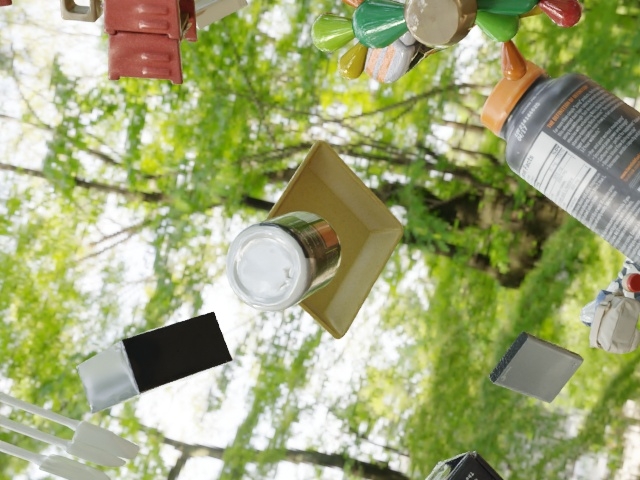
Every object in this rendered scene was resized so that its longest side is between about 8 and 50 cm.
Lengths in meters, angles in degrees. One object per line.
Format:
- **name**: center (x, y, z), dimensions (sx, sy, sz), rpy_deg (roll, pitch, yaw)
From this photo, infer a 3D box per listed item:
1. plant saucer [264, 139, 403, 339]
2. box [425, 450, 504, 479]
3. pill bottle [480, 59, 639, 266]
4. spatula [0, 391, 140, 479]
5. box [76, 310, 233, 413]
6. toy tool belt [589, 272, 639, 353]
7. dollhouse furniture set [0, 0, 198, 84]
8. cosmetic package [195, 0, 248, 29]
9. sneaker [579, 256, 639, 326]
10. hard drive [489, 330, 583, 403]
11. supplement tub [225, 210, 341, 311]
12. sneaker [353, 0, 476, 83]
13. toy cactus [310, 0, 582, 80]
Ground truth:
- **plant saucer**: center (0.000, 0.000, 2.048), dimensions (0.333, 0.081, 0.333), rpy_deg (45, -115, -29)
- **box**: center (0.133, 0.461, 0.892), dimensions (0.395, 0.318, 0.097), rpy_deg (-41, -3, -31)
- **pill bottle**: center (0.292, -0.093, 0.974), dimensions (0.130, 0.245, 0.130), rpy_deg (-42, -20, -19)
- **spatula**: center (-0.347, 0.234, 1.094), dimensions (0.168, 0.241, 0.019), rpy_deg (-71, 1, -79)
- **box**: center (-0.303, 0.221, 1.624), dimensions (0.184, 0.261, 0.103), rpy_deg (-19, -96, -35)
- **toy tool belt**: center (0.293, 0.071, 0.908), dimensions (0.051, 0.052, 0.083), rpy_deg (-168, 92, -72)
- **dollhouse furniture set**: center (-0.386, -0.366, 1.420), dimensions (0.201, 0.373, 0.152), rpy_deg (-84, -1, -57)
- **cosmetic package**: center (-0.209, -0.471, 1.805), dimensions (0.115, 0.060, 0.041), rpy_deg (-31, -46, -12)
- **sneaker**: center (0.483, 0.027, 1.396), dimensions (0.094, 0.235, 0.153), rpy_deg (-21, -99, -59)
- **hard drive**: center (0.341, 0.201, 1.429), dimensions (0.094, 0.135, 0.022), rpy_deg (-57, 33, 16)
- **supplement tub**: center (-0.041, 0.023, 1.209), dimensions (0.190, 0.116, 0.117), rpy_deg (-21, -57, -72)
- **sneaker**: center (0.159, -0.359, 1.179), dimensions (0.180, 0.124, 0.321), rpy_deg (-33, -16, -35)
- **toy cactus**: center (0.088, -0.160, 0.655), dimensions (0.180, 0.218, 0.112), rpy_deg (-55, -36, -67)
